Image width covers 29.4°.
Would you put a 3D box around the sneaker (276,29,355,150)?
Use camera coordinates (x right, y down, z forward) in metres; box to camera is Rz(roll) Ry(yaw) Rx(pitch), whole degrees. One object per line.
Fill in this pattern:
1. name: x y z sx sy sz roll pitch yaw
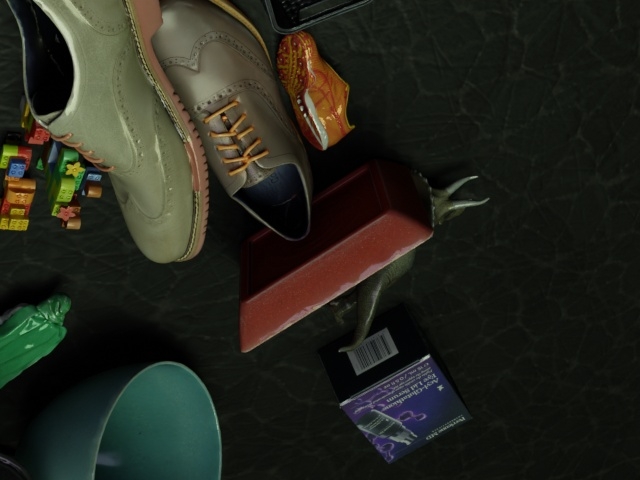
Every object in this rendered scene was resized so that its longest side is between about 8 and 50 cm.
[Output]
1. sneaker: -0.004 -0.182 1.405 0.067 0.064 0.175 -39 145 -16

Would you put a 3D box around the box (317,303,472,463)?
1. box: 0.113 0.216 1.814 0.153 0.108 0.207 -31 137 6

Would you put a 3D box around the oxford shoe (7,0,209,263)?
1. oxford shoe: -0.224 -0.127 1.231 0.146 0.140 0.397 -39 128 -34

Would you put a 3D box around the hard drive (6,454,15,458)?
1. hard drive: -0.549 0.355 1.630 0.203 0.040 0.307 -49 146 10

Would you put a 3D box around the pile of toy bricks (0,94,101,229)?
1. pile of toy bricks: -0.289 -0.070 1.340 0.118 0.105 0.212 3 132 -27

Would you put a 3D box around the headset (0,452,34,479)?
1. headset: -0.412 0.283 1.483 0.185 0.243 0.394 -41 119 -23

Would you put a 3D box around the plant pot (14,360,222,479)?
1. plant pot: -0.290 0.303 1.628 0.195 0.290 0.290 -1 147 28

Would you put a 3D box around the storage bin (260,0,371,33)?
1. storage bin: -0.018 -0.307 1.218 0.122 0.084 0.180 -22 148 -3

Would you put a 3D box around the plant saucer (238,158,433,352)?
1. plant saucer: 0.000 0.000 1.467 0.258 0.259 0.048 -32 108 9

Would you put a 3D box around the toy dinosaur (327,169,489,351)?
1. toy dinosaur: 0.073 0.009 1.524 0.121 0.313 0.160 45 131 -3

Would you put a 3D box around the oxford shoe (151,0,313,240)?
1. oxford shoe: -0.090 -0.137 1.342 0.130 0.133 0.364 -30 138 7

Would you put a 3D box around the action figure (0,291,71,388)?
1. action figure: -0.401 0.134 1.527 0.232 0.063 0.137 -32 136 14
